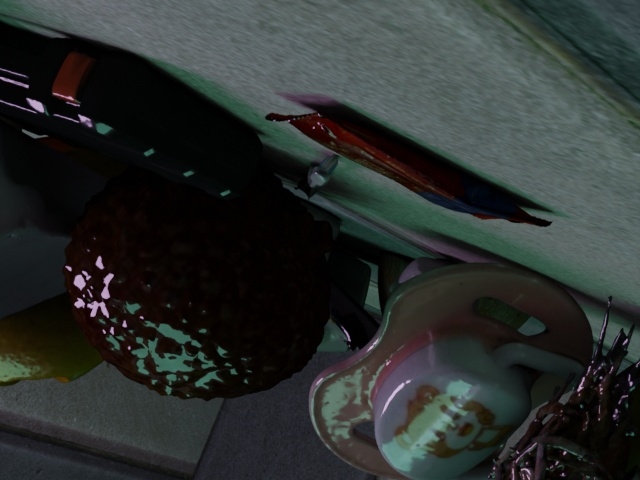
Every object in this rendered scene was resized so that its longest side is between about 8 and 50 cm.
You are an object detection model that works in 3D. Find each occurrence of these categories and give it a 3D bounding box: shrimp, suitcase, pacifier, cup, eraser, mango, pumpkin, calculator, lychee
[{"bbox_3d":[0.238,0.214,1.338,0.145,0.343,0.116,3,-149,-28],"label":"shrimp"},{"bbox_3d":[-0.208,-0.120,1.157,0.285,0.066,0.206,19,175,33],"label":"suitcase"},{"bbox_3d":[0.134,0.131,1.452,0.220,0.332,0.273,-5,-128,-47],"label":"pacifier"},{"bbox_3d":[-0.063,0.095,2.006,0.234,0.258,0.186,16,131,7],"label":"cup"},{"bbox_3d":[-0.363,0.004,1.382,0.272,0.122,0.359,-21,172,3],"label":"eraser"},{"bbox_3d":[-0.305,0.022,1.667,0.253,0.365,0.182,55,170,0],"label":"mango"},{"bbox_3d":[0.160,0.098,1.806,0.217,0.110,0.217,23,170,4],"label":"pumpkin"},{"bbox_3d":[0.024,0.083,1.844,0.294,0.043,0.194,48,-177,15],"label":"calculator"},{"bbox_3d":[-0.111,0.030,1.314,0.260,0.261,0.260,22,176,2],"label":"lychee"}]

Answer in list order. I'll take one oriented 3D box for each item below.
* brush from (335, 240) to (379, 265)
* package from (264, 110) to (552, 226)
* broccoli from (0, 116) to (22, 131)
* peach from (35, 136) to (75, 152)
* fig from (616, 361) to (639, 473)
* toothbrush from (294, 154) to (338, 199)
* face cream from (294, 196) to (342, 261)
[{"bbox_3d":[0.000,0.000,1.915,0.196,0.021,0.070,21,178,11],"label":"brush"},{"bbox_3d":[0.062,-0.049,0.945,0.200,0.022,0.083,23,177,-27],"label":"package"},{"bbox_3d":[-0.477,-0.119,1.582,0.270,0.270,0.270,-11,-165,-31],"label":"broccoli"},{"bbox_3d":[-0.376,0.003,1.917,0.302,0.343,0.342,47,168,-18],"label":"peach"},{"bbox_3d":[0.396,0.216,1.424,0.230,0.207,0.207,-8,171,7],"label":"fig"},{"bbox_3d":[-0.007,-0.052,1.231,0.022,0.026,0.263,39,175,-3],"label":"toothbrush"},{"bbox_3d":[-0.080,0.014,1.629,0.177,0.153,0.177,23,177,1],"label":"face cream"}]
